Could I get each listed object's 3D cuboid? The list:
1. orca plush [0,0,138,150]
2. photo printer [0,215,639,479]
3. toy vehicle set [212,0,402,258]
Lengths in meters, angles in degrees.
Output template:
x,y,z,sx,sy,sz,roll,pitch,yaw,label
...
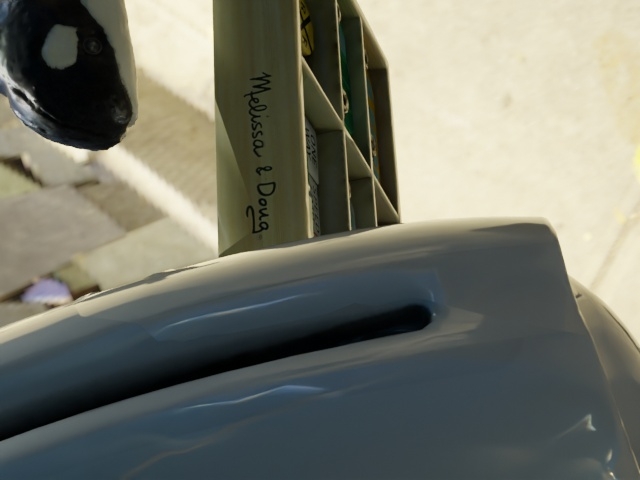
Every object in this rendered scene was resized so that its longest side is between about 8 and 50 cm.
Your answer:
x,y,z,sx,sy,sz,roll,pitch,yaw,label
-0.187,-0.175,0.983,0.151,0.102,0.287,-34,60,46,orca plush
-0.013,0.123,0.494,0.256,0.307,0.107,-18,50,6,photo printer
0.000,0.000,0.739,0.035,0.166,0.267,-10,64,14,toy vehicle set
